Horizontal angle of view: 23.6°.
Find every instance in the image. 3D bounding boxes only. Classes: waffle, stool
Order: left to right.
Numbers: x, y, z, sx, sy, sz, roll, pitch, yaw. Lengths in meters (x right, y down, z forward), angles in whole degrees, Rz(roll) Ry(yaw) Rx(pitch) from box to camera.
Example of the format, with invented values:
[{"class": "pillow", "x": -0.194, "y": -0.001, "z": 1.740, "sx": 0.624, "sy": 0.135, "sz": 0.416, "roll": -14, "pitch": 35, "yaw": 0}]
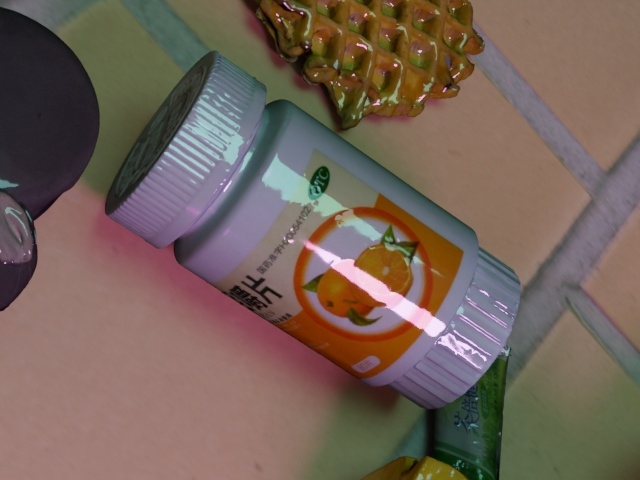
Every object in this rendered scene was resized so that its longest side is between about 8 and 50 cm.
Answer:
[{"class": "stool", "x": -0.259, "y": -0.058, "z": 1.095, "sx": 0.153, "sy": 0.139, "sz": 0.228, "roll": 29, "pitch": 56, "yaw": -19}, {"class": "waffle", "x": 0.041, "y": -0.229, "z": 1.436, "sx": 0.254, "sy": 0.052, "sz": 0.245, "roll": -27, "pitch": 86, "yaw": -40}]

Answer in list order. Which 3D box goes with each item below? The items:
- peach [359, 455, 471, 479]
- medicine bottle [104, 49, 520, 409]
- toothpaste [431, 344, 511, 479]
[{"class": "peach", "x": 0.076, "y": 0.242, "z": 1.188, "sx": 0.118, "sy": 0.151, "sz": 0.151, "roll": 52, "pitch": 47, "yaw": -31}, {"class": "medicine bottle", "x": 0.000, "y": 0.000, "z": 1.230, "sx": 0.318, "sy": 0.158, "sz": 0.158, "roll": 33, "pitch": 54, "yaw": -17}, {"class": "toothpaste", "x": 0.121, "y": 0.192, "z": 1.297, "sx": 0.078, "sy": 0.047, "sz": 0.248, "roll": 13, "pitch": 59, "yaw": -10}]
